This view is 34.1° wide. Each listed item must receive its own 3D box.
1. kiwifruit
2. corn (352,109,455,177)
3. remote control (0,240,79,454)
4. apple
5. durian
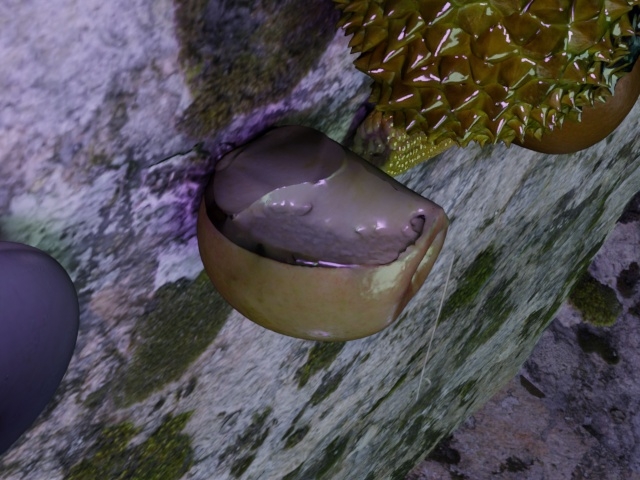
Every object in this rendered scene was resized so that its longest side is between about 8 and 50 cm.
[{"bbox_3d":[0.219,-0.180,1.006,0.196,0.196,0.234,-52,167,9],"label":"kiwifruit"},{"bbox_3d":[0.097,-0.112,1.062,0.165,0.063,0.085,-23,125,-51],"label":"corn"},{"bbox_3d":[-0.285,0.118,0.629,0.332,0.103,0.221,-37,160,-33],"label":"remote control"},{"bbox_3d":[0.000,0.000,0.886,0.174,0.188,0.207,-60,161,17],"label":"apple"},{"bbox_3d":[0.139,-0.194,0.760,0.291,0.225,0.291,-41,155,-23],"label":"durian"}]
